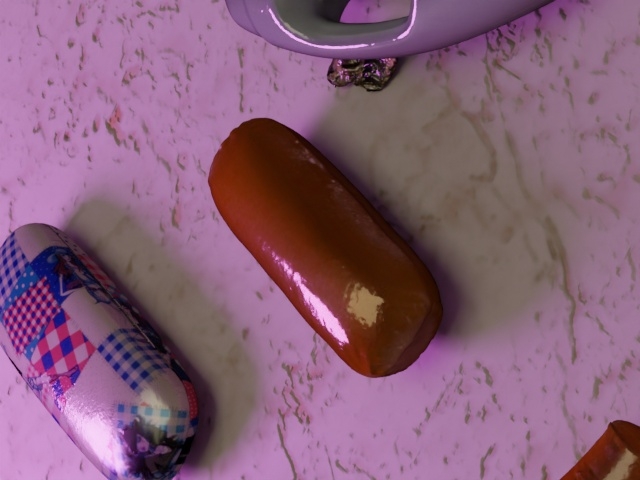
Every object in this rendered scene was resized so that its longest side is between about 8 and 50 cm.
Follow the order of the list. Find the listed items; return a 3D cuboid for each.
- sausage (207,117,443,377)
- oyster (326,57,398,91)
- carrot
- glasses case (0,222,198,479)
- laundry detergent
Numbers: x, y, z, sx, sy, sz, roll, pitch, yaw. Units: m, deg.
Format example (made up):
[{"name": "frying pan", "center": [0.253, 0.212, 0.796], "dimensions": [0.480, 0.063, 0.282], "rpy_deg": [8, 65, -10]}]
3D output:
[{"name": "sausage", "center": [0.000, 0.001, 1.375], "dimensions": [0.274, 0.105, 0.105], "rpy_deg": [48, 116, 36]}, {"name": "oyster", "center": [0.036, -0.154, 1.414], "dimensions": [0.083, 0.019, 0.054], "rpy_deg": [11, 92, 43]}, {"name": "carrot", "center": [0.178, 0.217, 1.193], "dimensions": [0.193, 0.087, 0.087], "rpy_deg": [-50, 55, 24]}, {"name": "glasses case", "center": [-0.223, 0.105, 1.584], "dimensions": [0.327, 0.076, 0.125], "rpy_deg": [44, 113, 36]}, {"name": "laundry detergent", "center": [0.098, -0.256, 1.305], "dimensions": [0.397, 0.124, 0.264], "rpy_deg": [19, 96, 41]}]
